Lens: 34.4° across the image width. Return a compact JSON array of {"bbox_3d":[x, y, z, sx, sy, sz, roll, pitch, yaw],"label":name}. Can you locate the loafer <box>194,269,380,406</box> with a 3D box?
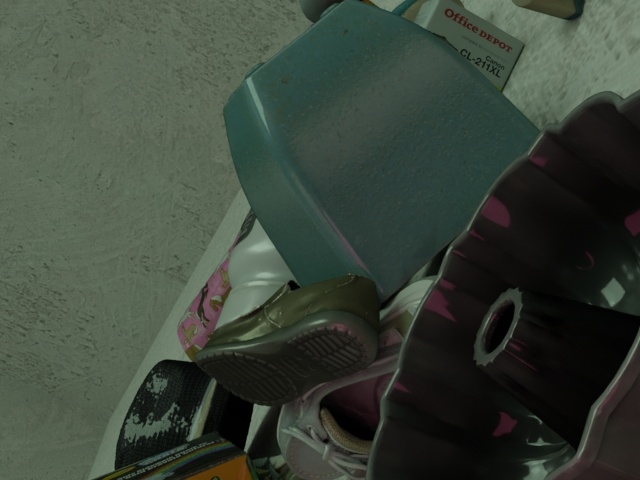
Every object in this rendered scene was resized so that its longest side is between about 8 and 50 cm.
[{"bbox_3d":[-0.026,0.094,1.003,0.251,0.094,0.087,-19,35,45],"label":"loafer"}]

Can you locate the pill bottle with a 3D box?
[{"bbox_3d":[0.000,0.000,1.346,0.204,0.204,0.361,-46,20,56],"label":"pill bottle"}]

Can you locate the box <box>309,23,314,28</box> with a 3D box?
[{"bbox_3d":[0.045,-0.285,1.729,0.293,0.057,0.201,8,55,46],"label":"box"}]

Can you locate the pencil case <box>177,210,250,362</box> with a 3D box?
[{"bbox_3d":[-0.113,0.064,1.845,0.386,0.160,0.167,-57,26,31],"label":"pencil case"}]

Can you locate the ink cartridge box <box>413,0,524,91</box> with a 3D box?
[{"bbox_3d":[0.154,-0.198,1.293,0.175,0.127,0.072,-64,12,-2],"label":"ink cartridge box"}]

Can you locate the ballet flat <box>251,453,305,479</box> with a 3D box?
[{"bbox_3d":[-0.036,0.291,1.214,0.079,0.077,0.221,-46,14,-8],"label":"ballet flat"}]

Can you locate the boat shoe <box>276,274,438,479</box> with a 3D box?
[{"bbox_3d":[0.048,0.157,1.003,0.320,0.118,0.103,-44,16,40],"label":"boat shoe"}]

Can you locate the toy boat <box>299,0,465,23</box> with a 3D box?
[{"bbox_3d":[0.082,-0.266,1.443,0.267,0.148,0.318,-55,-24,1],"label":"toy boat"}]

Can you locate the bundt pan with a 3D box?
[{"bbox_3d":[0.159,0.079,0.642,0.331,0.124,0.331,-58,13,21],"label":"bundt pan"}]

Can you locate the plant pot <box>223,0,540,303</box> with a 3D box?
[{"bbox_3d":[0.035,-0.101,1.095,0.247,0.252,0.248,-42,6,-14],"label":"plant pot"}]

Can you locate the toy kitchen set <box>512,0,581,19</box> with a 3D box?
[{"bbox_3d":[0.297,-0.361,1.147,0.166,0.122,0.207,133,140,-54],"label":"toy kitchen set"}]

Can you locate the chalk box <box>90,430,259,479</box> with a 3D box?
[{"bbox_3d":[-0.160,0.339,1.192,0.289,0.180,0.179,158,93,-76],"label":"chalk box"}]

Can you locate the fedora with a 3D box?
[{"bbox_3d":[-0.203,0.293,1.498,0.334,0.152,0.334,13,-90,-83],"label":"fedora"}]
